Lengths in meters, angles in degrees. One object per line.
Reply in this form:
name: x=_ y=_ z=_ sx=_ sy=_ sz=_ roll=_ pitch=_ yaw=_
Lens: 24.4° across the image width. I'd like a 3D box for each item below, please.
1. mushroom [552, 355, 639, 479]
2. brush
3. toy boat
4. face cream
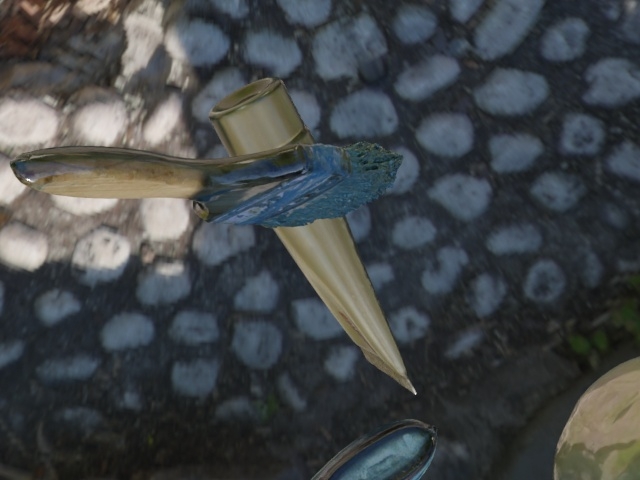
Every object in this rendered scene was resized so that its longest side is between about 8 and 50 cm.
mushroom: x=0.356 y=0.232 z=1.413 sx=0.254 sy=0.260 sz=0.234 roll=-34 pitch=106 yaw=31
brush: x=-0.044 y=-0.024 z=0.575 sx=0.070 sy=0.196 sz=0.021 roll=-24 pitch=74 yaw=35
toy boat: x=0.046 y=0.194 z=1.246 sx=0.137 sy=0.061 sz=0.060 roll=-35 pitch=81 yaw=-19
face cream: x=0.000 y=0.000 z=1.501 sx=0.084 sy=0.137 sz=0.341 roll=-32 pitch=109 yaw=-12
